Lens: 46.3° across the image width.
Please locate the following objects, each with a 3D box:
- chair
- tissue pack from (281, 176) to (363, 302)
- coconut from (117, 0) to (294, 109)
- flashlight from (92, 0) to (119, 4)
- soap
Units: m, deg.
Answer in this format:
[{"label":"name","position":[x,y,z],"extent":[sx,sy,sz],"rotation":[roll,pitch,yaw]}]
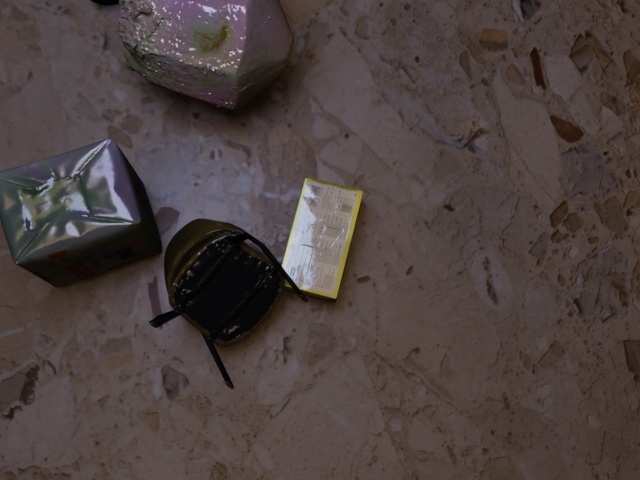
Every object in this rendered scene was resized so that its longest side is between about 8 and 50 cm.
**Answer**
[{"label":"chair","position":[-0.145,0.064,1.079],"extent":[0.172,0.247,0.158],"rotation":[40,92,-13]},{"label":"tissue pack","position":[0.000,0.000,1.163],"extent":[0.095,0.062,0.175],"rotation":[13,80,2]},{"label":"coconut","position":[-0.162,-0.311,1.128],"extent":[0.245,0.233,0.233],"rotation":[15,79,5]},{"label":"flashlight","position":[-0.364,-0.502,1.214],"extent":[0.093,0.093,0.231],"rotation":[-9,92,-4]},{"label":"soap","position":[-0.344,-0.034,1.085],"extent":[0.182,0.199,0.138],"rotation":[-20,78,-7]}]
